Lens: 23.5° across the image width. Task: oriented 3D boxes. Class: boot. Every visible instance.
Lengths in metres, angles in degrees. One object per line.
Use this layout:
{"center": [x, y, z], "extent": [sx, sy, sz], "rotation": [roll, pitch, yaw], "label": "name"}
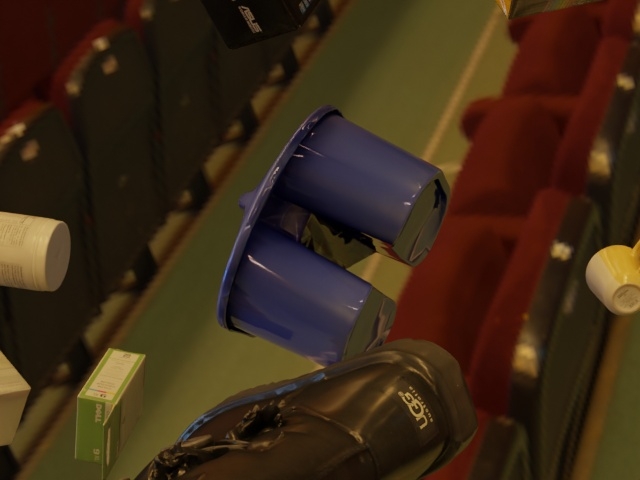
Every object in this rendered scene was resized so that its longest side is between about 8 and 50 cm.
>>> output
{"center": [-0.131, 0.236, 1.130], "extent": [0.367, 0.146, 0.445], "rotation": [-38, -6, 39], "label": "boot"}

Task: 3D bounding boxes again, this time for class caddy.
{"center": [0.000, 0.000, 1.539], "extent": [0.179, 0.341, 0.241], "rotation": [27, 87, 11], "label": "caddy"}

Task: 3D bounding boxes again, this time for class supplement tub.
{"center": [-0.298, 0.008, 1.459], "extent": [0.107, 0.071, 0.071], "rotation": [9, 34, 10], "label": "supplement tub"}

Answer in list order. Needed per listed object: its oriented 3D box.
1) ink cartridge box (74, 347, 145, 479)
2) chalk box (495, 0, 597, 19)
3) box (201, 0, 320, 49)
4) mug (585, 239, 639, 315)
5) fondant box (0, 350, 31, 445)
{"center": [-0.314, 0.255, 2.245], "extent": [0.062, 0.109, 0.209], "rotation": [10, 25, 6], "label": "ink cartridge box"}
{"center": [0.300, -0.369, 1.838], "extent": [0.213, 0.132, 0.132], "rotation": [-14, 49, -17], "label": "chalk box"}
{"center": [-0.048, -0.277, 1.325], "extent": [0.077, 0.147, 0.180], "rotation": [-12, 30, 34], "label": "box"}
{"center": [0.309, 0.039, 1.577], "extent": [0.062, 0.078, 0.064], "rotation": [0, 24, -2], "label": "mug"}
{"center": [-0.550, 0.136, 1.909], "extent": [0.238, 0.096, 0.330], "rotation": [-5, 36, -45], "label": "fondant box"}
